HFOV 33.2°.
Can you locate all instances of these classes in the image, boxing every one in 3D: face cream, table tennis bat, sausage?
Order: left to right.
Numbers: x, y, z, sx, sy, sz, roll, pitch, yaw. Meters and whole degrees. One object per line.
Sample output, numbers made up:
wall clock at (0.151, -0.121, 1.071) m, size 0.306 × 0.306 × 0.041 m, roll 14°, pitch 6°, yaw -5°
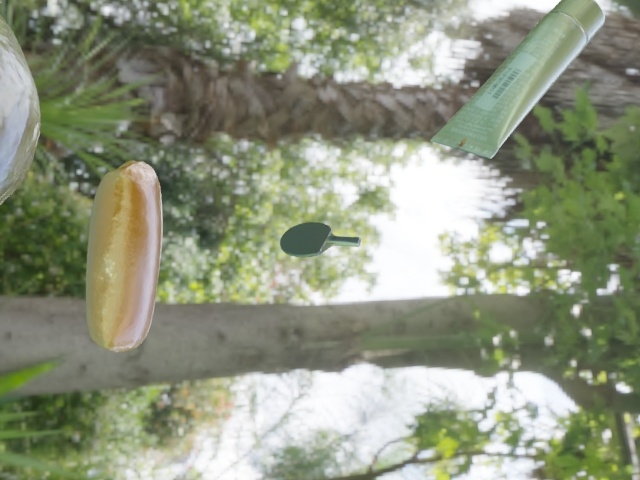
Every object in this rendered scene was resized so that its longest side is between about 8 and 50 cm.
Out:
sausage at (-0.245, 0.019, 1.332) m, size 0.098 × 0.098 × 0.238 m, roll 16°, pitch -79°, yaw 60°
table tennis bat at (0.000, 0.000, 1.051) m, size 0.050 × 0.083 × 0.007 m, roll -64°, pitch 149°, yaw -44°
face cream at (0.329, -0.265, 1.739) m, size 0.137 × 0.341 × 0.084 m, roll 25°, pitch -24°, yaw 48°

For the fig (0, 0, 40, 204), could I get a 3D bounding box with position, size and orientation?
fig at (-0.323, -0.164, 0.968) m, size 0.217 × 0.217 × 0.321 m, roll -31°, pitch -150°, yaw 57°
